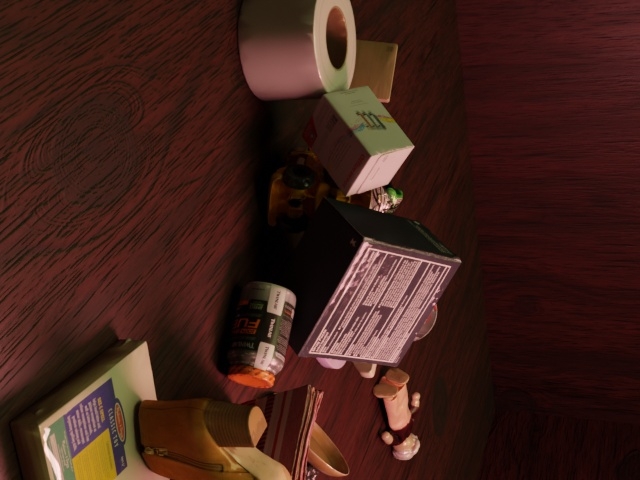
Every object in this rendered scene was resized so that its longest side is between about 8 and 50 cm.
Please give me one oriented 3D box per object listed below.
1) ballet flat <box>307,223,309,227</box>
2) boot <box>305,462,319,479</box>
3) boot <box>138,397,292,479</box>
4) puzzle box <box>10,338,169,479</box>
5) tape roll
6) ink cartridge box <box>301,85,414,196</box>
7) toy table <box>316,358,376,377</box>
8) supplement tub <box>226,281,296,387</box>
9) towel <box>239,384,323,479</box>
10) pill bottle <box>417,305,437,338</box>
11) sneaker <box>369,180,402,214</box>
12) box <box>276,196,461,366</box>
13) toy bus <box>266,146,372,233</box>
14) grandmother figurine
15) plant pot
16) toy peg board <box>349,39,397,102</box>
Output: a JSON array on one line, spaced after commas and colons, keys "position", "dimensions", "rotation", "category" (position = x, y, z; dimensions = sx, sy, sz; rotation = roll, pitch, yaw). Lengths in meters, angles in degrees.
[{"position": [0.000, 0.000, 2.131], "dimensions": [0.057, 0.049, 0.173], "rotation": [-55, 141, -55], "category": "ballet flat"}, {"position": [-0.100, 0.595, 1.813], "dimensions": [0.348, 0.131, 0.260], "rotation": [-13, 111, -79], "category": "boot"}, {"position": [-0.164, 0.372, 1.391], "dimensions": [0.104, 0.211, 0.295], "rotation": [-47, 128, -57], "category": "boot"}, {"position": [-0.324, 0.388, 1.349], "dimensions": [0.272, 0.052, 0.409], "rotation": [-40, 128, -61], "category": "puzzle box"}, {"position": [-0.043, -0.412, 1.832], "dimensions": [0.246, 0.169, 0.246], "rotation": [1, 90, -68], "category": "tape roll"}, {"position": [0.075, -0.202, 1.807], "dimensions": [0.127, 0.176, 0.128], "rotation": [-17, 153, -38], "category": "ink cartridge box"}, {"position": [0.082, 0.220, 2.210], "dimensions": [0.274, 0.160, 0.252], "rotation": [50, 46, -58], "category": "toy table"}, {"position": [-0.119, 0.188, 1.758], "dimensions": [0.117, 0.116, 0.191], "rotation": [53, 43, -57], "category": "supplement tub"}, {"position": [-0.106, 0.397, 1.605], "dimensions": [0.037, 0.329, 0.237], "rotation": [23, 64, -23], "category": "towel"}, {"position": [0.224, 0.189, 2.450], "dimensions": [0.318, 0.176, 0.177], "rotation": [29, 65, -69], "category": "pill bottle"}, {"position": [0.137, -0.077, 2.340], "dimensions": [0.134, 0.146, 0.344], "rotation": [-4, 96, -68], "category": "sneaker"}, {"position": [0.086, 0.093, 1.892], "dimensions": [0.294, 0.183, 0.296], "rotation": [13, 114, -41], "category": "box"}, {"position": [-0.018, -0.134, 1.935], "dimensions": [0.211, 0.220, 0.150], "rotation": [-108, -159, -47], "category": "toy bus"}, {"position": [0.244, 0.548, 2.739], "dimensions": [0.207, 0.104, 0.343], "rotation": [-36, 133, -29], "category": "grandmother figurine"}, {"position": [-0.030, 0.429, 1.931], "dimensions": [0.032, 0.236, 0.236], "rotation": [-45, 154, 3], "category": "plant pot"}, {"position": [0.104, -0.414, 2.234], "dimensions": [0.079, 0.160, 0.161], "rotation": [77, 21, -70], "category": "toy peg board"}]
